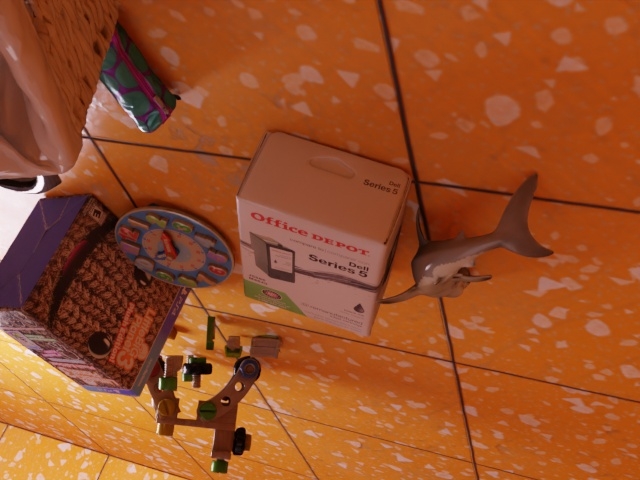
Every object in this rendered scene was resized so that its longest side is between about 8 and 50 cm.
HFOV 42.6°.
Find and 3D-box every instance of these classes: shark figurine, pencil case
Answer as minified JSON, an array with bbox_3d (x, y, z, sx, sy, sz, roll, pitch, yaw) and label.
[{"bbox_3d":[0.158,0.003,1.031,0.166,0.116,0.278,-8,164,-15],"label":"shark figurine"},{"bbox_3d":[-0.231,-0.201,0.981,0.070,0.064,0.152,20,156,39],"label":"pencil case"}]

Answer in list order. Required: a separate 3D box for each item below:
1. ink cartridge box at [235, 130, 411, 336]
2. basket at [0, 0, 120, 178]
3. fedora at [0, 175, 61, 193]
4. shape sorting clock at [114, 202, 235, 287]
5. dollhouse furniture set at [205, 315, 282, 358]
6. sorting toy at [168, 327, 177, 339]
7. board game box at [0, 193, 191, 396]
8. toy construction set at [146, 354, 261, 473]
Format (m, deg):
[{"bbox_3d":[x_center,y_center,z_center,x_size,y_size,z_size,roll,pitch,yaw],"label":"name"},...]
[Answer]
[{"bbox_3d":[0.000,0.000,1.106,0.198,0.115,0.273,18,151,9],"label":"ink cartridge box"},{"bbox_3d":[-0.380,-0.245,0.705,0.331,0.266,0.328,-2,138,9],"label":"basket"},{"bbox_3d":[-0.447,-0.175,1.108,0.243,0.124,0.275,17,159,12],"label":"fedora"},{"bbox_3d":[-0.242,0.017,1.355,0.206,0.040,0.206,13,142,11],"label":"shape sorting clock"},{"bbox_3d":[-0.150,0.190,1.622,0.151,0.059,0.076,4,144,-6],"label":"dollhouse furniture set"},{"bbox_3d":[-0.469,0.148,1.739,0.307,0.041,0.229,12,153,19],"label":"sorting toy"},{"bbox_3d":[-0.402,0.099,1.427,0.141,0.232,0.291,-1,144,35],"label":"board game box"},{"bbox_3d":[-0.271,0.360,1.713,0.257,0.237,0.308,5,172,-34],"label":"toy construction set"}]
